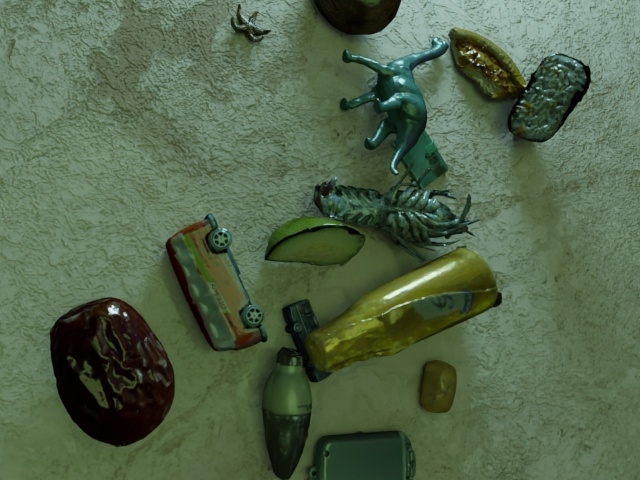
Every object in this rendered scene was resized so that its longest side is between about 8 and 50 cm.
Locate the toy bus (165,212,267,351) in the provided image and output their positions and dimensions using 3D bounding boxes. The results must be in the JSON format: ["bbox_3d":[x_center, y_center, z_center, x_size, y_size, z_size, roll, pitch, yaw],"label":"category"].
[{"bbox_3d":[-0.198,0.090,1.163,0.120,0.121,0.265,-25,92,-17],"label":"toy bus"}]

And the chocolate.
[{"bbox_3d":[0.174,0.160,1.280,0.445,0.162,0.162,-22,90,-28],"label":"chocolate"}]

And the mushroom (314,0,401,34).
[{"bbox_3d":[0.084,-0.583,1.383,0.194,0.138,0.231,-32,94,-25],"label":"mushroom"}]

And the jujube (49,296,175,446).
[{"bbox_3d":[-0.349,0.223,1.034,0.183,0.183,0.243,-24,103,-25],"label":"jujube"}]

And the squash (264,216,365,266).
[{"bbox_3d":[-0.004,-0.021,1.238,0.192,0.184,0.085,4,64,-25],"label":"squash"}]

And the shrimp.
[{"bbox_3d":[0.178,-0.066,1.336,0.410,0.166,0.221,7,80,-10],"label":"shrimp"}]

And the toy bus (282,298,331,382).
[{"bbox_3d":[-0.024,0.204,1.254,0.065,0.047,0.166,-22,90,-29],"label":"toy bus"}]

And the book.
[{"bbox_3d":[0.239,-0.202,1.454,0.103,0.017,0.135,-36,97,-24],"label":"book"}]

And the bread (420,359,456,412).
[{"bbox_3d":[0.266,0.324,1.355,0.082,0.056,0.115,19,74,-19],"label":"bread"}]

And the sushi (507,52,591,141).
[{"bbox_3d":[0.561,-0.346,1.512,0.136,0.225,0.126,39,32,22],"label":"sushi"}]

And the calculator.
[{"bbox_3d":[0.089,0.466,1.258,0.246,0.045,0.141,3,80,-23],"label":"calculator"}]

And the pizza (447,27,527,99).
[{"bbox_3d":[0.427,-0.442,1.557,0.271,0.056,0.134,44,59,-10],"label":"pizza"}]

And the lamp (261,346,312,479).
[{"bbox_3d":[-0.066,0.334,1.184,0.101,0.101,0.250,5,87,-23],"label":"lamp"}]

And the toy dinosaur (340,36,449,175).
[{"bbox_3d":[0.229,-0.319,1.388,0.331,0.129,0.383,-11,64,-24],"label":"toy dinosaur"}]

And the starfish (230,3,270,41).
[{"bbox_3d":[-0.155,-0.467,1.320,0.078,0.028,0.091,-34,93,-31],"label":"starfish"}]
